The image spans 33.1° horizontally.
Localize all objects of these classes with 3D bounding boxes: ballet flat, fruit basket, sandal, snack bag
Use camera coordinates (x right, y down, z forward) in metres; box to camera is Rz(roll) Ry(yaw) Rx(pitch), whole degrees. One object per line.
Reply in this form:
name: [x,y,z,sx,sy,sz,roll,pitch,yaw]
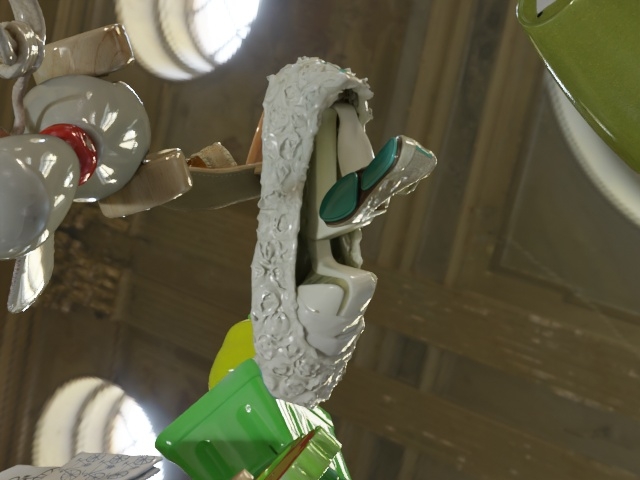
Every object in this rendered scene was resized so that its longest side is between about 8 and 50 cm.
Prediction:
ballet flat: [0.000,0.000,1.197,0.147,0.147,0.408,-10,-78,-52]
ballet flat: [0.056,-0.049,1.066,0.052,0.168,0.057,18,-117,-22]
fruit basket: [-0.132,0.329,2.019,0.283,0.392,0.392,-41,-39,0]
sandal: [-0.131,-0.099,1.493,0.088,0.240,0.079,73,-162,-50]
snack bag: [-0.454,0.385,1.581,0.323,0.343,0.037,-23,-78,-53]

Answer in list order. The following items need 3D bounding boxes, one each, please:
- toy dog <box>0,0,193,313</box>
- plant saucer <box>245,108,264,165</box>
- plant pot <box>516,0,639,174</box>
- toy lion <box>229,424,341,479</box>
toy dog: [-0.221,-0.061,0.798,0.334,0.161,0.220,10,-119,-76]
plant saucer: [-0.092,-0.206,1.989,0.200,0.037,0.199,-161,90,-89]
plant pot: [0.413,-0.269,1.446,0.294,0.275,0.274,29,-100,-25]
toy lion: [-0.023,0.121,0.511,0.096,0.034,0.100,-49,-2,20]
